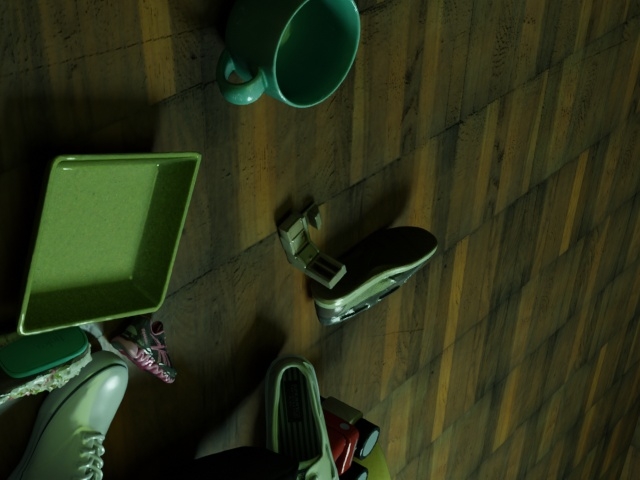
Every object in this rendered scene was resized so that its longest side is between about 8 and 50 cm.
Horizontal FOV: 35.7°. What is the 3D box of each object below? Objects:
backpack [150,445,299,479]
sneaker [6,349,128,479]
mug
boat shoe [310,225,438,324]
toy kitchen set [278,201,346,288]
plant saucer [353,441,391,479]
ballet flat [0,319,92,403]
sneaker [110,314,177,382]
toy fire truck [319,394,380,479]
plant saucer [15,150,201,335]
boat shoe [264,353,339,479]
[{"bbox_3d":[-0.163,0.472,1.282,0.290,0.273,0.355,-21,105,-37],"label":"backpack"},{"bbox_3d":[-0.273,0.247,1.088,0.094,0.091,0.258,26,94,-58],"label":"sneaker"},{"bbox_3d":[-0.045,-0.213,1.031,0.158,0.097,0.129,-12,125,-49],"label":"mug"},{"bbox_3d":[0.075,0.050,1.430,0.223,0.080,0.073,-28,142,-32],"label":"boat shoe"},{"bbox_3d":[0.000,0.000,1.281,0.068,0.075,0.083,-47,150,-21],"label":"toy kitchen set"},{"bbox_3d":[0.031,0.568,1.771,0.333,0.081,0.332,-40,142,-28],"label":"plant saucer"},{"bbox_3d":[-0.326,0.135,0.944,0.241,0.091,0.077,-7,144,-47],"label":"ballet flat"},{"bbox_3d":[-0.193,0.124,1.152,0.057,0.047,0.119,-62,151,-19],"label":"sneaker"},{"bbox_3d":[-0.053,0.359,1.454,0.246,0.158,0.217,-28,137,-55],"label":"toy fire truck"},{"bbox_3d":[-0.222,-0.008,1.000,0.188,0.045,0.188,-8,121,-51],"label":"plant saucer"},{"bbox_3d":[-0.032,0.305,1.341,0.094,0.109,0.302,79,0,-85],"label":"boat shoe"}]
